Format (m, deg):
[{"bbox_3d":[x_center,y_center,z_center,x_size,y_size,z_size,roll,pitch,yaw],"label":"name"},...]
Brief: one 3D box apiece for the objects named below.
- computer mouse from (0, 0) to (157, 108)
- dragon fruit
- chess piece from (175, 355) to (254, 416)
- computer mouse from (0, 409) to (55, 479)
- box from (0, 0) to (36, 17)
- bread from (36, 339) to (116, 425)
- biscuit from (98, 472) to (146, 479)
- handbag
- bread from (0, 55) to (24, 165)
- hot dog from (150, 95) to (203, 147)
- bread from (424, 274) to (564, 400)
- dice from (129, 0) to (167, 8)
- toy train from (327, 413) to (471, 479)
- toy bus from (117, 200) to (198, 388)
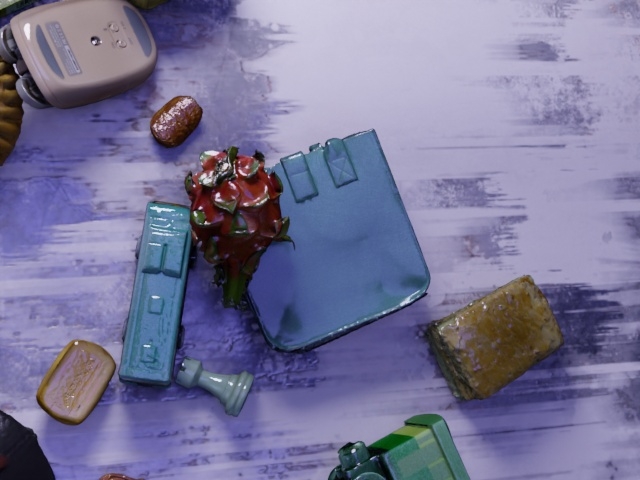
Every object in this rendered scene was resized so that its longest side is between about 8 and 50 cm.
[{"bbox_3d":[-0.330,-0.259,1.427,0.236,0.082,0.145,-31,97,-46],"label":"computer mouse"},{"bbox_3d":[-0.105,-0.014,1.395,0.137,0.135,0.235,-13,106,2],"label":"dragon fruit"},{"bbox_3d":[-0.151,0.201,1.470,0.103,0.067,0.067,24,79,-1],"label":"chess piece"},{"bbox_3d":[-0.488,0.351,1.349,0.295,0.087,0.168,-43,93,-17],"label":"computer mouse"},{"bbox_3d":[-0.505,-0.381,1.444,0.311,0.043,0.172,-29,93,-15],"label":"box"},{"bbox_3d":[-0.336,0.194,1.422,0.082,0.056,0.115,30,73,-14],"label":"bread"},{"bbox_3d":[-0.289,0.381,1.433,0.130,0.019,0.102,-36,95,-16],"label":"biscuit"},{"bbox_3d":[0.000,0.002,1.511,0.269,0.100,0.274,-25,88,-9],"label":"handbag"},{"bbox_3d":[-0.505,-0.174,1.361,0.240,0.139,0.239,-5,104,-19],"label":"bread"},{"bbox_3d":[-0.210,-0.173,1.504,0.058,0.035,0.083,44,76,-6],"label":"hot dog"},{"bbox_3d":[0.268,0.145,1.563,0.196,0.102,0.138,-25,93,-17],"label":"bread"},{"bbox_3d":[-0.231,-0.442,1.459,0.169,0.166,0.169,-36,94,-16],"label":"dice"},{"bbox_3d":[0.140,0.408,1.492,0.202,0.120,0.300,-25,91,-18],"label":"toy train"},{"bbox_3d":[-0.223,0.073,1.442,0.091,0.109,0.261,8,81,-8],"label":"toy bus"}]
